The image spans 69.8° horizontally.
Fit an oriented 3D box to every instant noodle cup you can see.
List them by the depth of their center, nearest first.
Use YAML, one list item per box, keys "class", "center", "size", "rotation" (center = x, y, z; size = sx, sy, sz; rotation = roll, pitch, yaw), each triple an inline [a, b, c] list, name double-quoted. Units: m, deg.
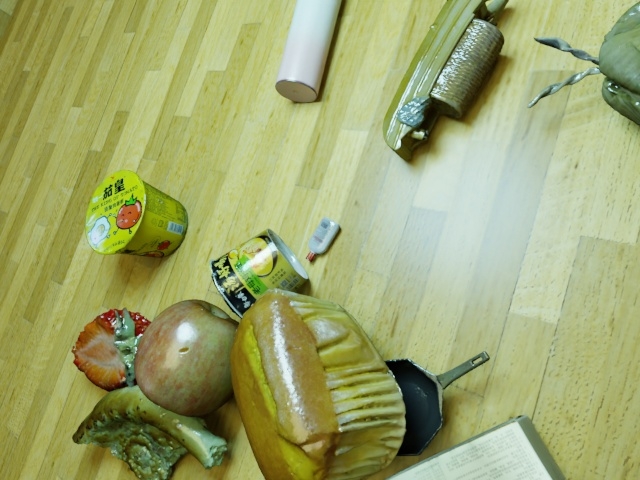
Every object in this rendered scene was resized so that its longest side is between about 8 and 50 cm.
- class: "instant noodle cup"
  center: [-0.101, 0.061, 0.799]
  size: [0.122, 0.151, 0.151]
  rotation: [-36, 59, 4]
- class: "instant noodle cup"
  center: [-0.387, -0.042, 0.993]
  size: [0.182, 0.144, 0.182]
  rotation: [-9, 72, 28]

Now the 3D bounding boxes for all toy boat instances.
- class: "toy boat"
  center: [0.208, -0.271, 0.741]
  size: [0.115, 0.089, 0.310]
  rotation: [30, 91, 31]

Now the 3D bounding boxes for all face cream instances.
- class: "face cream"
  center: [0.000, 0.000, 0.821]
  size: [0.040, 0.021, 0.083]
  rotation: [34, 94, 34]

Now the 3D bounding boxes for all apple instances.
- class: "apple"
  center: [-0.217, 0.198, 0.792]
  size: [0.188, 0.188, 0.173]
  rotation: [27, 88, 34]

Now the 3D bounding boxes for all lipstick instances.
- class: "lipstick"
  center: [-0.012, -0.447, 0.928]
  size: [0.087, 0.087, 0.326]
  rotation: [8, 79, 32]

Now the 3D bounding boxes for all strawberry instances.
- class: "strawberry"
  center: [-0.423, 0.240, 0.961]
  size: [0.228, 0.098, 0.174]
  rotation: [-33, 76, 32]

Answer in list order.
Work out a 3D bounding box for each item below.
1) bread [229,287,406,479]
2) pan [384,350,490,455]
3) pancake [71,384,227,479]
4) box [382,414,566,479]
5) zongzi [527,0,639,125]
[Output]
- class: "bread"
  center: [-0.027, 0.208, 0.654]
  size: [0.204, 0.156, 0.288]
  rotation: [-52, 46, 28]
- class: "pan"
  center: [0.148, 0.230, 0.644]
  size: [0.202, 0.048, 0.128]
  rotation: [-14, 70, 29]
- class: "pancake"
  center: [-0.330, 0.369, 0.848]
  size: [0.377, 0.054, 0.197]
  rotation: [-12, 95, 30]
- class: "box"
  center: [0.197, 0.336, 0.555]
  size: [0.212, 0.095, 0.168]
  rotation: [-35, 59, 18]
- class: "zongzi"
  center: [0.445, -0.231, 0.371]
  size: [0.218, 0.466, 0.500]
  rotation: [-36, 56, -8]
